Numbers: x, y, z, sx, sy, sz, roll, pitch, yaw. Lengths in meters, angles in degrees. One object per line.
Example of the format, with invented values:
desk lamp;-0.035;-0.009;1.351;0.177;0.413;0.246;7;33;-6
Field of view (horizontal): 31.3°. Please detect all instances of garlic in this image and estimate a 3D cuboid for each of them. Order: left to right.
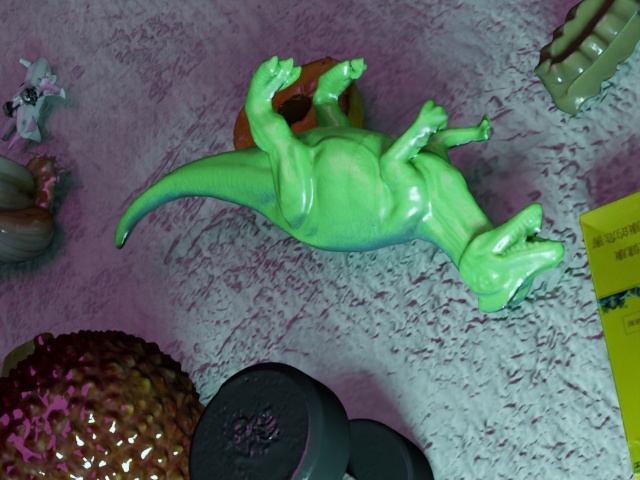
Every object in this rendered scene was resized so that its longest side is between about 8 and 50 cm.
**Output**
garlic;-0.459;-0.087;1.630;0.207;0.257;0.207;6;39;-5

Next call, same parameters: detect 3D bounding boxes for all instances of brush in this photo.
brush;0.341;-0.267;1.234;0.301;0.084;0.071;-49;49;-7

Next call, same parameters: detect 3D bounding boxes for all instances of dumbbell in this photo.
dumbbell;-0.005;0.219;1.074;0.152;0.218;0.153;-19;54;27

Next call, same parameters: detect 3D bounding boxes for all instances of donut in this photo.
donut;-0.023;-0.145;1.429;0.178;0.065;0.162;-11;54;33

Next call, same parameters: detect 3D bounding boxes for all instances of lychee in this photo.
lychee;-0.247;0.232;1.220;0.275;0.275;0.304;-35;63;14

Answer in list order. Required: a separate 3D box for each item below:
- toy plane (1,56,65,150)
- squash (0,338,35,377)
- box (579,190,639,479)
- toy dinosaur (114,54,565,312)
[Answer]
toy plane;-0.456;-0.225;1.806;0.162;0.065;0.171;-26;54;36
squash;-0.328;0.194;1.380;0.170;0.170;0.123;-48;34;2
box;0.329;0.067;1.022;0.153;0.041;0.279;-23;51;26
toy dinosaur;0.000;0.000;1.295;0.500;0.144;0.375;-40;72;31
